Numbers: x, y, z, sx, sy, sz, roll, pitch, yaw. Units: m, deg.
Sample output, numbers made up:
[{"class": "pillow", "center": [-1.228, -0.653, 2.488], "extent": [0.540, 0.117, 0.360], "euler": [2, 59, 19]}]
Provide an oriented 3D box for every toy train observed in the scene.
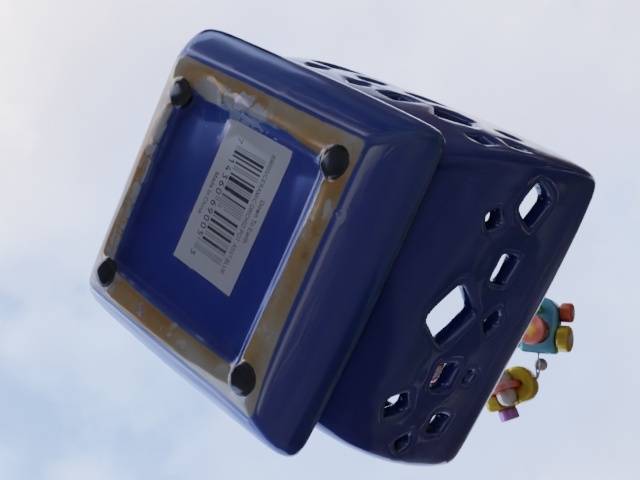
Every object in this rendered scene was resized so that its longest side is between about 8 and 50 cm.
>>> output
[{"class": "toy train", "center": [0.161, 0.100, 0.820], "extent": [0.125, 0.166, 0.046], "euler": [46, -163, 29]}]

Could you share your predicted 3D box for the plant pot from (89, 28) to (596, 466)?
[{"class": "plant pot", "center": [0.000, 0.000, 0.574], "extent": [0.212, 0.236, 0.236], "euler": [12, -74, -52]}]
